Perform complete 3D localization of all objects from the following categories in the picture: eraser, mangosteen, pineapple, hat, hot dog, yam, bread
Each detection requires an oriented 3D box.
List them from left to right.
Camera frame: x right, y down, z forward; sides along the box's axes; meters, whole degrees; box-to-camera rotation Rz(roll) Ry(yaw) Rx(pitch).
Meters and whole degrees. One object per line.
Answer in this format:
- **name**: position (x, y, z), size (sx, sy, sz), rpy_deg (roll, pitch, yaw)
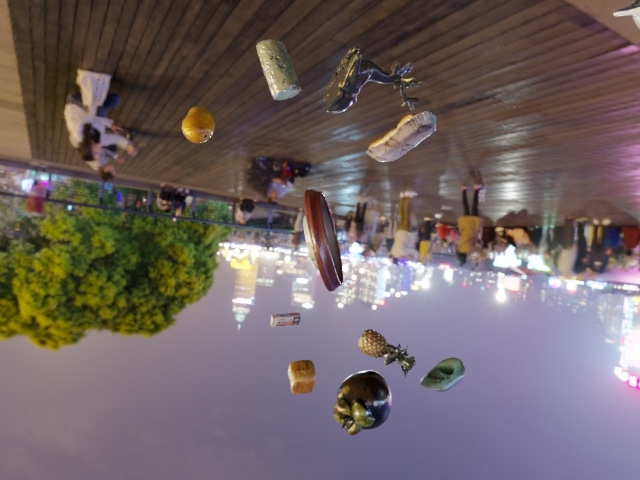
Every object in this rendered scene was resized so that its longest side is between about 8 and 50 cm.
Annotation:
- **yam**: position (-0.148, -0.596, 1.625), size (0.107, 0.194, 0.107), rpy_deg (-20, -178, 1)
- **eraser**: position (-0.145, 0.330, 1.953), size (0.122, 0.052, 0.029), rpy_deg (-1, -142, -18)
- **bread**: position (-0.055, 0.397, 1.369), size (0.070, 0.076, 0.083), rpy_deg (0, -145, -14)
- **mangosteen**: position (0.155, 0.606, 1.747), size (0.243, 0.242, 0.243), rpy_deg (7, 178, 0)
- **pineapple**: position (0.287, 0.471, 1.985), size (0.251, 0.125, 0.125), rpy_deg (27, -174, 21)
- **hot dog**: position (0.192, -0.245, 1.105), size (0.108, 0.059, 0.191), rpy_deg (-7, 166, -38)
- **hat**: position (0.479, 0.536, 1.812), size (0.191, 0.077, 0.138), rpy_deg (-30, -164, -20)

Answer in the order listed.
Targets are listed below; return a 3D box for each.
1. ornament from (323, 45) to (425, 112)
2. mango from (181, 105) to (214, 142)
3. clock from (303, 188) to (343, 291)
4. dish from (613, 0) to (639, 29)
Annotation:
- **ornament**: position (0.147, -0.386, 1.207), size (0.236, 0.080, 0.202), rpy_deg (3, 150, -23)
- **mango**: position (-0.437, -0.418, 1.690), size (0.115, 0.164, 0.089), rpy_deg (16, 136, -4)
- **clock**: position (0.000, 0.000, 1.417), size (0.081, 0.318, 0.318), rpy_deg (-12, 176, 8)
- **dish**: position (0.636, -0.376, 0.773), size (0.236, 0.086, 0.228), rpy_deg (7, -147, 43)
